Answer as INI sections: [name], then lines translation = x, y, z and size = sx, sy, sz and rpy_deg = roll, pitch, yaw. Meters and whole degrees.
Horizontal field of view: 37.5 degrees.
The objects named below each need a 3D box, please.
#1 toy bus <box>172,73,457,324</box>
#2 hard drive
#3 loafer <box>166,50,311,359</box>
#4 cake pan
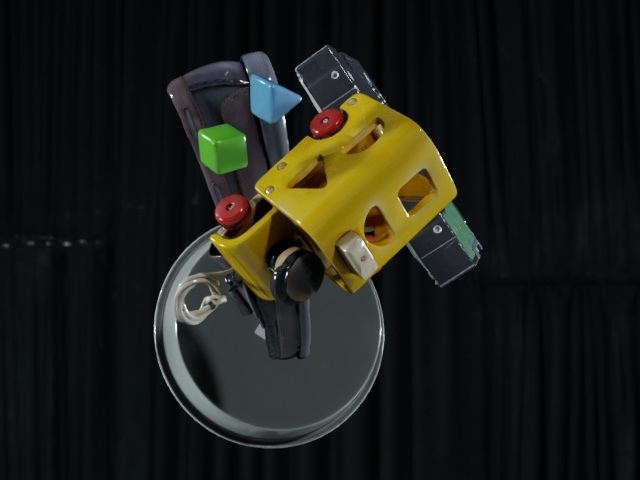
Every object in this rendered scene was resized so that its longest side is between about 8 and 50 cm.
[toy bus]
translation = 0.006, -0.011, 0.710
size = 0.191, 0.202, 0.104
rpy_deg = -4, 26, -35
[hard drive]
translation = 0.101, -0.102, 1.292
size = 0.064, 0.339, 0.237
rpy_deg = -35, -1, 13
[loafer]
translation = -0.071, -0.020, 0.869
size = 0.095, 0.302, 0.109
rpy_deg = -11, 26, -9
[cake pan]
translation = -0.054, 0.105, 1.156
size = 0.293, 0.293, 0.054
rpy_deg = 1, -13, -14
